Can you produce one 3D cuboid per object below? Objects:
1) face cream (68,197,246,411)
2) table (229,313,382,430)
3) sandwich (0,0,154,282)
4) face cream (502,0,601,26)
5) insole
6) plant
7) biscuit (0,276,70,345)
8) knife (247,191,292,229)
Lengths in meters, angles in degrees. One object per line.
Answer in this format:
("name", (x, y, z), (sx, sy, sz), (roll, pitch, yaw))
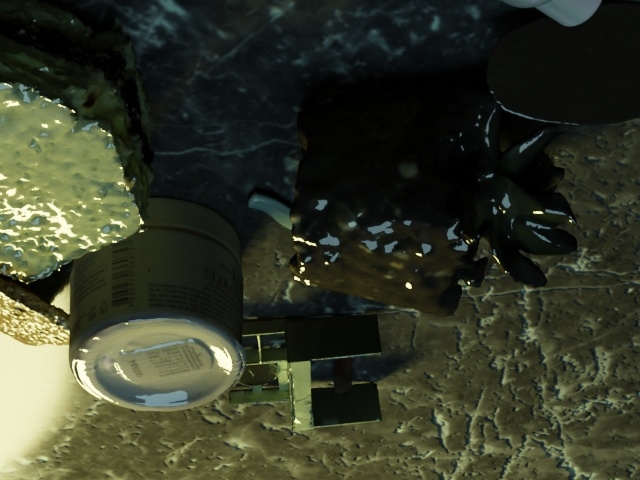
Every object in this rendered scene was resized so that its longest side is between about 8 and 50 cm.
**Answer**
("face cream", (-0.165, 0.068, 1.941), (0.177, 0.153, 0.177), (-3, 144, -2))
("table", (-0.021, 0.148, 2.134), (0.175, 0.062, 0.146), (-5, 143, -2))
("sandwich", (-0.299, -0.101, 1.727), (0.325, 0.131, 0.262), (18, 137, -22))
("face cream", (0.130, -0.257, 1.583), (0.269, 0.082, 0.082), (28, 133, -34))
("insole", (0.308, -0.159, 1.730), (0.327, 0.007, 0.111), (-1, 101, -10))
("plant", (0.107, -0.035, 1.788), (0.276, 0.188, 0.199), (0, 144, -2))
("biscuit", (-0.350, 0.053, 1.977), (0.131, 0.026, 0.237), (-6, 149, 47))
("knife", (0.000, -0.001, 1.973), (0.028, 0.015, 0.210), (-34, 134, 26))
